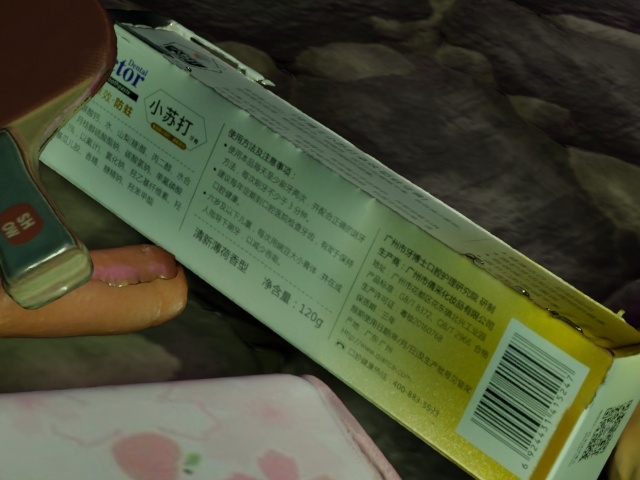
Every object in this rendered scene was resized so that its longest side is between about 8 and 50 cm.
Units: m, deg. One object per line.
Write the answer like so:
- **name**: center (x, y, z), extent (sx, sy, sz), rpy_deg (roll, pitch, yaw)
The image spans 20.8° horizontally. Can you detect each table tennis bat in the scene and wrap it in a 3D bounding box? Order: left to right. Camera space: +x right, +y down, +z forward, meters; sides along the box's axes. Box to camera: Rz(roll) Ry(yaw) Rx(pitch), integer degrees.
- **table tennis bat**: center (-0.150, -0.049, 0.756), extent (0.154, 0.021, 0.274), rpy_deg (-31, 36, -5)

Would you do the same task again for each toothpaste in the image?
- **toothpaste**: center (0.000, 0.000, 0.779), extent (0.313, 0.089, 0.071), rpy_deg (34, 22, 27)

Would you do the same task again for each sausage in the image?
- **sausage**: center (-0.141, 0.020, 0.748), extent (0.176, 0.040, 0.047), rpy_deg (0, 47, -26)

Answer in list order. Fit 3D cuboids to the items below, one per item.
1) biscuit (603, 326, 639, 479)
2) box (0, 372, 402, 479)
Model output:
- **biscuit**: center (0.336, 0.153, 0.791), extent (0.429, 0.104, 0.446), rpy_deg (41, 36, 25)
- **box**: center (-0.136, 0.136, 0.528), extent (0.369, 0.112, 0.190), rpy_deg (-1, 37, -34)
